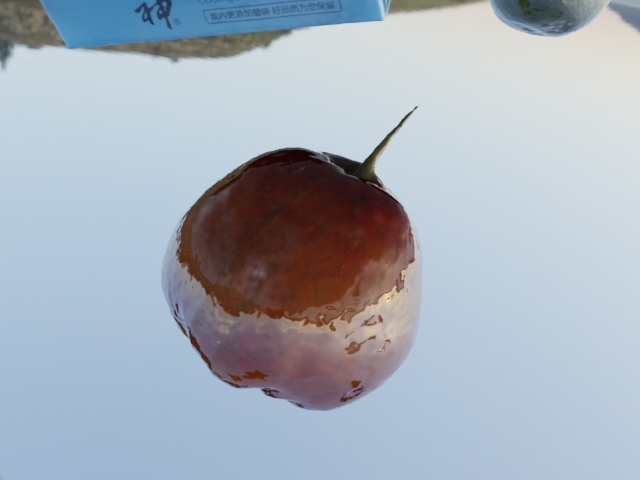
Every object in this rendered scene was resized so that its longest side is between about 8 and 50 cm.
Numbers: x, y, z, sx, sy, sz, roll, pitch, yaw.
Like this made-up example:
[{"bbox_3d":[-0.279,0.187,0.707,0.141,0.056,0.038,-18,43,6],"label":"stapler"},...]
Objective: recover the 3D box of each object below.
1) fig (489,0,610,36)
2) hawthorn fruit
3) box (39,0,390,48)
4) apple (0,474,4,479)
[{"bbox_3d":[0.222,-0.261,0.737,0.117,0.177,0.117,32,-174,-4],"label":"fig"},{"bbox_3d":[-0.012,0.011,0.391,0.125,0.140,0.125,2,-152,-1],"label":"hawthorn fruit"},{"bbox_3d":[-0.063,-0.210,0.562,0.232,0.083,0.142,-1,-129,19],"label":"box"},{"bbox_3d":[-0.395,0.299,0.764,0.257,0.234,0.256,0,-126,0],"label":"apple"}]
